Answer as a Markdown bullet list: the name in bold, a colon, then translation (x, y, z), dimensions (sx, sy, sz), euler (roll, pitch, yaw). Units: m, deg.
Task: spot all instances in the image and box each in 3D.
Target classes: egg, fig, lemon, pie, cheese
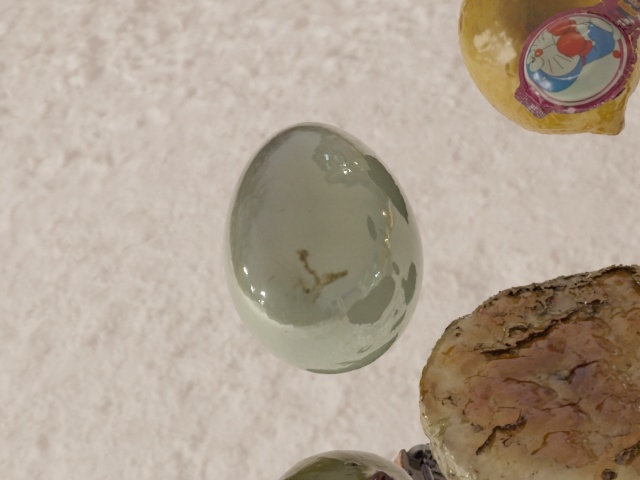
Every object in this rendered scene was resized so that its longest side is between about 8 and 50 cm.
- **egg**: translation (0.000, 0.000, 0.929), dimensions (0.182, 0.183, 0.264), euler (-18, 51, 10)
- **fig**: translation (0.037, 0.328, 1.191), dimensions (0.202, 0.225, 0.203), euler (12, 45, -12)
- **lemon**: translation (0.252, -0.220, 1.108), dimensions (0.188, 0.188, 0.257), euler (-34, 78, -13)
- **pie**: translation (0.193, 0.106, 0.716), dimensions (0.274, 0.055, 0.274), euler (-16, 28, 9)
- **cheese**: translation (0.212, -0.153, 0.775), dimensions (0.145, 0.038, 0.095), euler (-44, 58, 8)

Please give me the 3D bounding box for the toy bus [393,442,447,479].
- **toy bus**: translation (0.269, 0.500, 1.837), dimensions (0.153, 0.329, 0.143), euler (-61, 20, 22)
